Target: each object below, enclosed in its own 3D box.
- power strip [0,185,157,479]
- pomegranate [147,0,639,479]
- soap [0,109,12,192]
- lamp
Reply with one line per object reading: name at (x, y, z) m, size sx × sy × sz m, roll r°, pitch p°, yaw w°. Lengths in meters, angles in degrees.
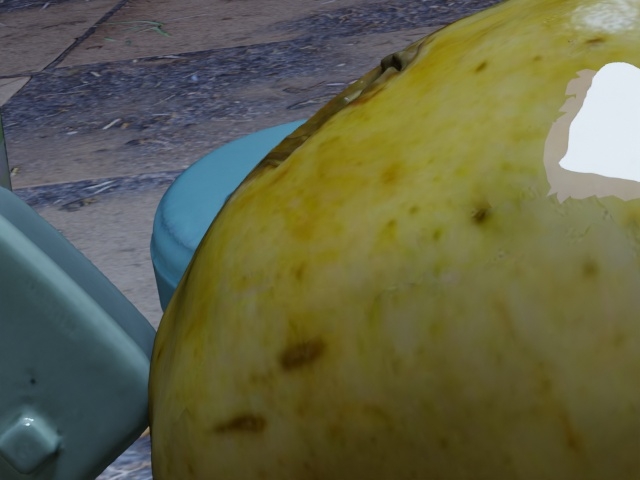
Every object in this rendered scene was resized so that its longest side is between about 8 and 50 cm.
power strip at (-0.164, 0.123, 0.802) m, size 0.265 × 0.193 × 0.059 m, roll -43°, pitch 9°, yaw 14°
pomegranate at (0.108, 0.062, 0.676) m, size 0.332 × 0.333 × 0.332 m, roll -8°, pitch 17°, yaw 2°
soap at (-0.317, -0.049, 1.399) m, size 0.138 × 0.199 × 0.182 m, roll -1°, pitch 18°, yaw 14°
lamp at (0.002, 0.011, 1.132) m, size 0.209 × 0.147 × 0.284 m, roll -9°, pitch 9°, yaw 7°
